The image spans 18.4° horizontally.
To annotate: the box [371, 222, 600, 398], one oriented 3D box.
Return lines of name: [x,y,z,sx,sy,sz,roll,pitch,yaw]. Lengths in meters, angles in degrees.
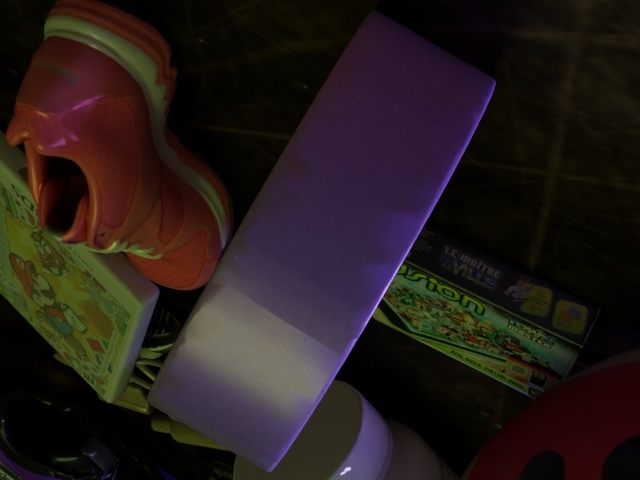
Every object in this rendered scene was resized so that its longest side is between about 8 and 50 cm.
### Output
box: [0.093,0.041,1.446,0.207,0.036,0.114,26,153,7]

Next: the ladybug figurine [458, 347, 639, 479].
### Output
ladybug figurine: [0.239,0.223,1.325,0.449,0.162,0.305,-24,80,40]

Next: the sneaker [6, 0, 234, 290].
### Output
sneaker: [-0.160,-0.039,1.448,0.116,0.136,0.314,18,152,24]

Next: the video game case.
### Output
video game case: [-0.229,0.023,1.679,0.206,0.026,0.227,45,154,9]

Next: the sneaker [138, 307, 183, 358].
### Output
sneaker: [-0.149,0.086,1.777,0.043,0.040,0.109,33,161,-32]

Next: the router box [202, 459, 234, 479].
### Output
router box: [-0.056,0.307,1.957,0.179,0.133,0.046,16,151,25]

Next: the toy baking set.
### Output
toy baking set: [-0.148,0.148,1.843,0.256,0.030,0.197,5,156,44]

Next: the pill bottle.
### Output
pill bottle: [0.058,0.256,1.720,0.160,0.160,0.283,-1,140,46]

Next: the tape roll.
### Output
tape roll: [0.000,0.000,1.198,0.090,0.275,0.275,30,154,-1]

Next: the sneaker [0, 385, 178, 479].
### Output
sneaker: [-0.232,0.246,2.061,0.293,0.102,0.146,30,153,-1]

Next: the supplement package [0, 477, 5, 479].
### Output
supplement package: [-0.417,0.396,2.398,0.145,0.204,0.262,42,152,-23]
